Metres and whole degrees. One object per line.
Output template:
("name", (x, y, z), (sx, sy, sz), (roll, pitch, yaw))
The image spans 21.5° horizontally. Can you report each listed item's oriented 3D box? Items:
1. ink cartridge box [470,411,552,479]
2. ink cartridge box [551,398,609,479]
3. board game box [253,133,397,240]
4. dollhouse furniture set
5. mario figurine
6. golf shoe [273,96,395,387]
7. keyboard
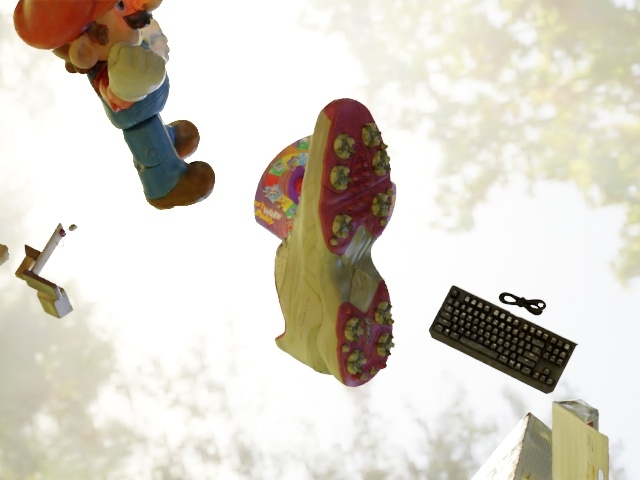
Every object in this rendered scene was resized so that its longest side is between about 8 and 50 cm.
("ink cartridge box", (0.234, 0.411, 2.251), (0.130, 0.272, 0.309), (37, 17, 1))
("ink cartridge box", (0.312, 0.268, 1.926), (0.179, 0.045, 0.145), (-153, -119, -74))
("board game box", (0.008, -0.038, 1.900), (0.168, 0.133, 0.033), (36, 11, -27))
("dollhouse furniture set", (-0.301, 0.023, 1.849), (0.081, 0.091, 0.114), (-61, 166, -21))
("mario figurine", (-0.183, -0.187, 1.749), (0.198, 0.170, 0.320), (19, -31, 37))
("golf shoe", (0.000, 0.000, 1.783), (0.140, 0.115, 0.306), (9, -77, 42))
("keyboard", (0.238, 0.112, 2.150), (0.180, 0.108, 0.023), (26, -14, 18))
